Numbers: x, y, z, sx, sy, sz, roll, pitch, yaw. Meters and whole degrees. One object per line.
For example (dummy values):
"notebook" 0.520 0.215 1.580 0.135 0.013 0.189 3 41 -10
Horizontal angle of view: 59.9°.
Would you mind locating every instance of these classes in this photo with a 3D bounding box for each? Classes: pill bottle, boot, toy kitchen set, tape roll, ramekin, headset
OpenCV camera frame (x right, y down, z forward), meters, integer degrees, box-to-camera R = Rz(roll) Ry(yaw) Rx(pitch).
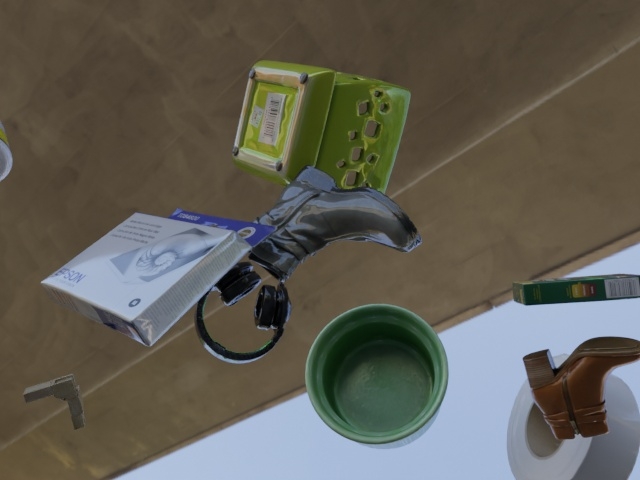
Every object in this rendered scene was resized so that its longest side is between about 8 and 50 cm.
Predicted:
"pill bottle" -0.732 -0.211 1.179 0.215 0.117 0.117 45 -45 44
"boot" 0.447 0.245 0.910 0.197 0.073 0.152 -22 -92 39
"boot" 0.000 0.000 0.727 0.246 0.161 0.083 28 -23 45
"toy kitchen set" -0.435 0.270 0.918 0.075 0.068 0.083 -15 -82 -21
"tape roll" 0.497 0.380 1.118 0.100 0.286 0.286 22 -58 -6
"ramekin" 0.130 0.307 1.222 0.303 0.303 0.148 3 -31 17
"headset" -0.188 0.160 1.563 0.243 0.394 0.185 35 -27 -3

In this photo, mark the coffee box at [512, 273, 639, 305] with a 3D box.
"coffee box" 0.425 0.082 0.930 0.184 0.113 0.040 -6 -94 12

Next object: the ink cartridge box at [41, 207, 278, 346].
"ink cartridge box" -0.204 0.018 0.704 0.223 0.224 0.045 10 -48 39

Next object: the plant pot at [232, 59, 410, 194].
"plant pot" -0.013 -0.190 0.964 0.227 0.207 0.228 25 -75 44
